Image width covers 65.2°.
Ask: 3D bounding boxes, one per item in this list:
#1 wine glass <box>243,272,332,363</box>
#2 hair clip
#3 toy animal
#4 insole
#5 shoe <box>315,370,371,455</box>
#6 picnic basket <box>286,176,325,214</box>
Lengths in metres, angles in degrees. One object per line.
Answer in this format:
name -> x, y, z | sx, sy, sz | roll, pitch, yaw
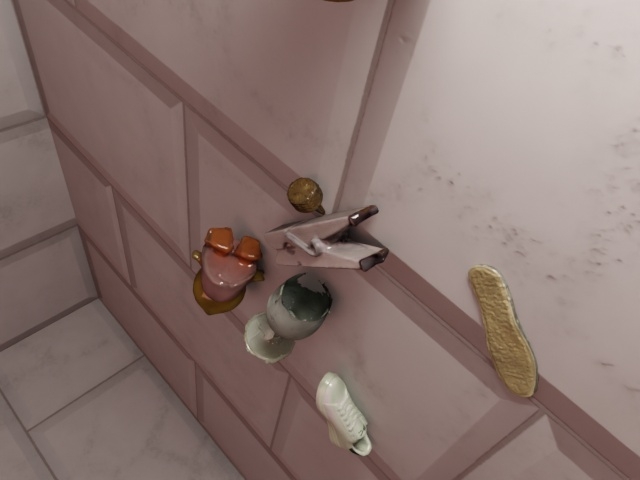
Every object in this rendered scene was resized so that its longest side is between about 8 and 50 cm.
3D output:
wine glass -> -0.079, 0.189, 1.188 | 0.143, 0.143, 0.321 | 52, 146, 7
hair clip -> -0.004, 0.002, 0.985 | 0.331, 0.085, 0.101 | -5, 111, 55
toy animal -> -0.253, 0.098, 1.316 | 0.195, 0.169, 0.281 | 21, 149, -9
insole -> 0.292, 0.149, 0.798 | 0.081, 0.011, 0.247 | -3, 114, 53
shoe -> 0.069, 0.441, 1.259 | 0.110, 0.095, 0.265 | 18, 136, 36
picnic basket -> -0.023, -0.080, 0.974 | 0.072, 0.072, 0.083 | 32, 171, 33
